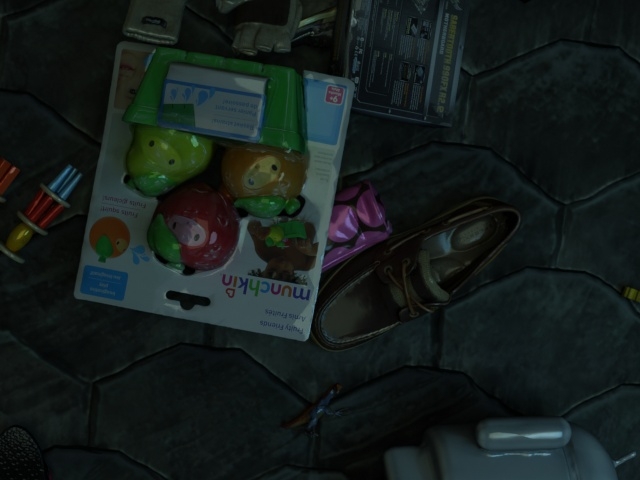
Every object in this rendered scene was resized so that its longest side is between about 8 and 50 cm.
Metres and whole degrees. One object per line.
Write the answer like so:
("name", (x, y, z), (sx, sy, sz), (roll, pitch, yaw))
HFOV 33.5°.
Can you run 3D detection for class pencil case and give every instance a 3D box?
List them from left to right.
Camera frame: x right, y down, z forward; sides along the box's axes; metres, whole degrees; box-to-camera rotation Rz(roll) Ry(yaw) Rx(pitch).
("pencil case", (0.000, 0.000, 1.486), (0.209, 0.095, 0.098), (-30, 61, -3))

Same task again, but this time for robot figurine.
("robot figurine", (0.261, 0.354, 1.483), (0.354, 0.199, 0.300), (-2, 132, -7))

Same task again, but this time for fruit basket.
("fruit basket", (-0.144, -0.069, 1.393), (0.327, 0.165, 0.353), (11, 84, 6))

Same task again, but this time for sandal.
("sandal", (-0.403, 0.334, 1.481), (0.067, 0.040, 0.179), (-20, 110, -1))

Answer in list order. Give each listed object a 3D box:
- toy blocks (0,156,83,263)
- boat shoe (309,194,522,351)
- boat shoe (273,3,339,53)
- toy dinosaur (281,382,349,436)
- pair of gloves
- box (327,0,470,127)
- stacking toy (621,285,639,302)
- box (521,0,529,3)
("toy blocks", (-0.408, -0.062, 1.446), (0.123, 0.054, 0.148), (39, 88, -8))
("boat shoe", (0.134, 0.046, 1.487), (0.342, 0.123, 0.123), (-29, 96, -5))
("boat shoe", (0.005, -0.293, 1.486), (0.152, 0.056, 0.049), (-26, 91, -5))
("toy dinosaur", (-0.003, 0.239, 1.524), (0.090, 0.047, 0.082), (16, 73, 2))
("pair of gloves", (-0.143, -0.337, 1.438), (0.240, 0.042, 0.204), (4, 63, -11))
("box", (0.110, -0.284, 1.476), (0.183, 0.056, 0.231), (7, 93, -26))
("stacking toy", (0.579, 0.044, 1.586), (0.221, 0.052, 0.167), (20, 92, -10))
("box", (0.245, -0.412, 1.465), (0.180, 0.147, 0.077), (26, 89, -7))
